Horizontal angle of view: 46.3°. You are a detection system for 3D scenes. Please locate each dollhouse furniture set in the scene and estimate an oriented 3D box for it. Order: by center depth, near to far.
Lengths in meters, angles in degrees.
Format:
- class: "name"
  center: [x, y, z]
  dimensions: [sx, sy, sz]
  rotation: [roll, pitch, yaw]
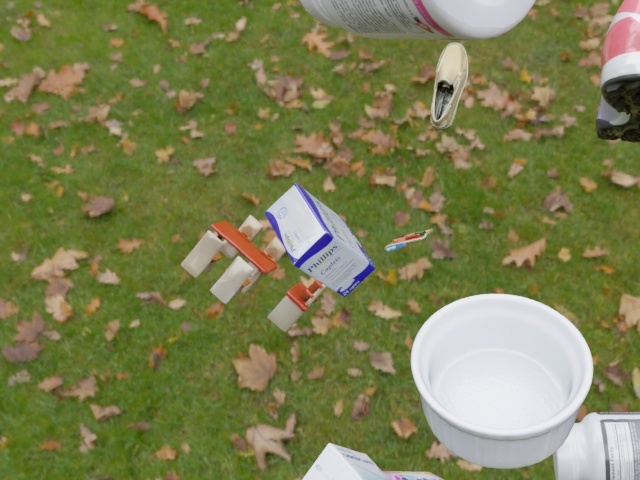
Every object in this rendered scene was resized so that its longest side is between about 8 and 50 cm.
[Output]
- class: "dollhouse furniture set"
  center: [-0.115, 0.049, 1.530]
  dimensions: [0.259, 0.135, 0.262]
  rotation: [41, 15, 4]

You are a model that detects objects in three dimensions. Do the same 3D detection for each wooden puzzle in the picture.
- class: "wooden puzzle"
  center: [0.142, -0.004, 1.204]
  dimensions: [0.079, 0.014, 0.116]
  rotation: [-18, 2, 13]

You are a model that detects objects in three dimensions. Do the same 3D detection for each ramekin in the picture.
- class: "ramekin"
  center: [0.289, 0.231, 1.216]
  dimensions: [0.278, 0.135, 0.277]
  rotation: [-6, 42, 5]

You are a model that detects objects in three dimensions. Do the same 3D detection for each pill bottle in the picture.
- class: "pill bottle"
  center: [0.092, -0.304, 0.825]
  dimensions: [0.160, 0.160, 0.283]
  rotation: [-27, 26, -22]
- class: "pill bottle"
  center: [0.612, 0.424, 1.497]
  dimensions: [0.279, 0.162, 0.162]
  rotation: [-4, 44, 13]

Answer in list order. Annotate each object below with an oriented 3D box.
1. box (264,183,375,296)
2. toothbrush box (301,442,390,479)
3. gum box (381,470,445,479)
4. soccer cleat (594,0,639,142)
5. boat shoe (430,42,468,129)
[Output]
- class: "box"
  center: [0.000, 0.000, 1.149]
  dimensions: [0.072, 0.137, 0.126]
  rotation: [-43, 47, 12]
- class: "toothbrush box"
  center: [0.068, 0.532, 1.288]
  dimensions: [0.295, 0.126, 0.216]
  rotation: [37, 94, 44]
- class: "gum box"
  center: [0.175, 0.502, 1.479]
  dimensions: [0.189, 0.062, 0.107]
  rotation: [9, 0, -25]
- class: "soccer cleat"
  center: [0.365, -0.182, 0.835]
  dimensions: [0.109, 0.318, 0.116]
  rotation: [6, 86, 23]
- class: "boat shoe"
  center: [0.270, -0.331, 1.581]
  dimensions: [0.068, 0.072, 0.189]
  rotation: [6, 86, 20]
